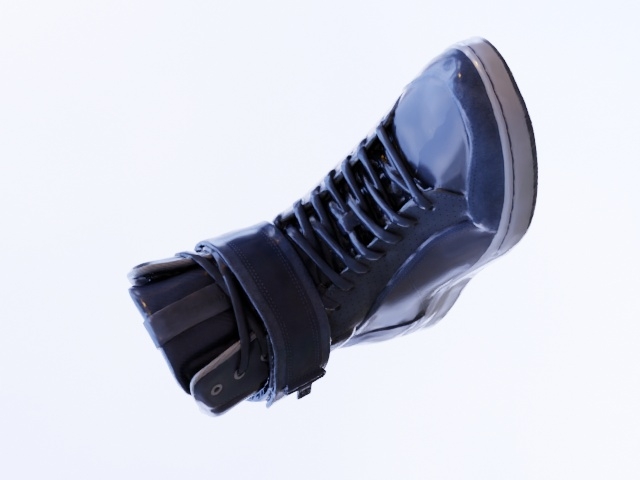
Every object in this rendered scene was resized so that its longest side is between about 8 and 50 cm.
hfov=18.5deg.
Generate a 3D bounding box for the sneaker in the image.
[{"bbox_3d":[0.001,0.002,0.907,0.163,0.226,0.086,-17,-116,-24],"label":"sneaker"}]
